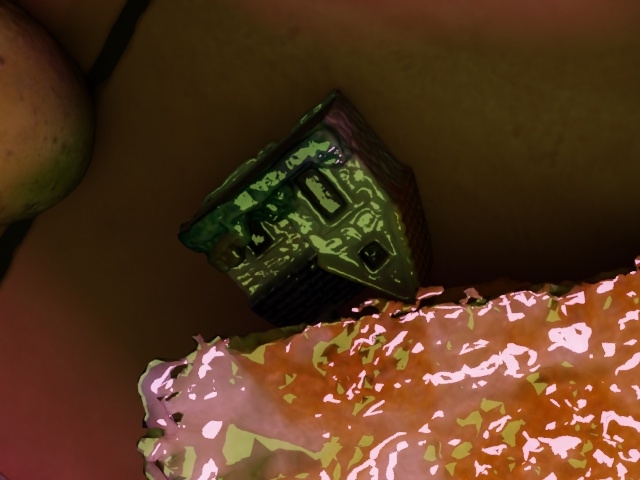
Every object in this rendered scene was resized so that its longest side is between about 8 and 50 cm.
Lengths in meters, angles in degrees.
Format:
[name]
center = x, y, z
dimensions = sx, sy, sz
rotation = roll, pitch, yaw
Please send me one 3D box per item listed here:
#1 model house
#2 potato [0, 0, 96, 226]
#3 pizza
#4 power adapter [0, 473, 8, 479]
[model house]
center = 0.000, 0.000, 0.815
dimensions = 0.100, 0.088, 0.100
rotation = -37, 100, 14
[potato]
center = -0.235, -0.090, 0.767
dimensions = 0.298, 0.176, 0.141
rotation = 33, 111, -31
[pizza]
center = 0.152, 0.177, 0.812
dimensions = 0.435, 0.080, 0.392
rotation = -13, 104, -10
[power adapter]
center = -0.225, 0.226, 0.861
dimensions = 0.125, 0.130, 0.205
rotation = 44, 101, -9
